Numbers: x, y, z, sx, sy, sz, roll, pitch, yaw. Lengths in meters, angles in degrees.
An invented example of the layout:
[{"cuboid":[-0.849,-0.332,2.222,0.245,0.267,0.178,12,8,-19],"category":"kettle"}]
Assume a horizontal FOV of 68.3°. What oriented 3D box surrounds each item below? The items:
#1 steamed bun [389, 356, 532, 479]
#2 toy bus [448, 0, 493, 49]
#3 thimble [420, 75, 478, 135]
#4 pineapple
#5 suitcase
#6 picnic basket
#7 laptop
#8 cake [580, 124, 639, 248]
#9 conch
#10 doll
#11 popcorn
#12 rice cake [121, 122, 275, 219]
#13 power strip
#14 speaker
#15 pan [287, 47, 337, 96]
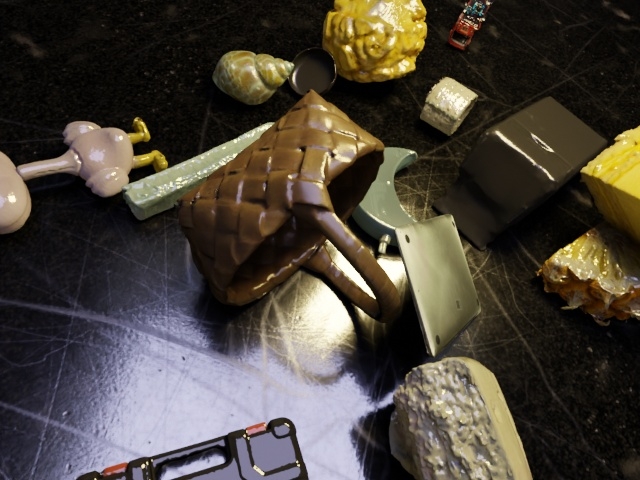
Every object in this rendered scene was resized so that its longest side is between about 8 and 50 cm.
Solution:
[{"cuboid":[0.180,0.289,0.631,0.170,0.200,0.226,-25,61,18],"category":"steamed bun"},{"cuboid":[0.424,-0.623,1.319,0.073,0.096,0.235,29,56,5],"category":"toy bus"},{"cuboid":[0.292,-0.307,1.081,0.090,0.102,0.115,37,50,13],"category":"thimble"},{"cuboid":[0.538,0.058,0.900,0.236,0.115,0.186,20,56,4],"category":"pineapple"},{"cuboid":[-0.143,0.354,0.576,0.285,0.066,0.207,-9,60,-19],"category":"suitcase"},{"cuboid":[0.000,0.000,0.708,0.336,0.293,0.338,0,73,1],"category":"picnic basket"},{"cuboid":[0.196,0.055,0.751,0.269,0.015,0.188,-13,86,-57],"category":"laptop"},{"cuboid":[0.660,-0.076,0.821,0.227,0.222,0.286,47,11,-23],"category":"cake"},{"cuboid":[-0.156,-0.353,1.007,0.173,0.106,0.116,40,53,23],"category":"conch"},{"cuboid":[-0.453,-0.115,0.791,0.365,0.094,0.160,-27,77,-25],"category":"doll"},{"cuboid":[0.132,-0.473,1.090,0.249,0.190,0.251,-1,78,5],"category":"popcorn"},{"cuboid":[-0.199,-0.136,0.878,0.336,0.066,0.063,-30,77,-29],"category":"rice cake"},{"cuboid":[0.133,-0.080,0.928,0.167,0.054,0.254,3,57,-8],"category":"power strip"},{"cuboid":[0.430,-0.155,1.009,0.388,0.184,0.180,-29,69,-39],"category":"speaker"},{"cuboid":[-0.066,-0.377,1.075,0.211,0.040,0.115,2,83,9],"category":"pan"}]
